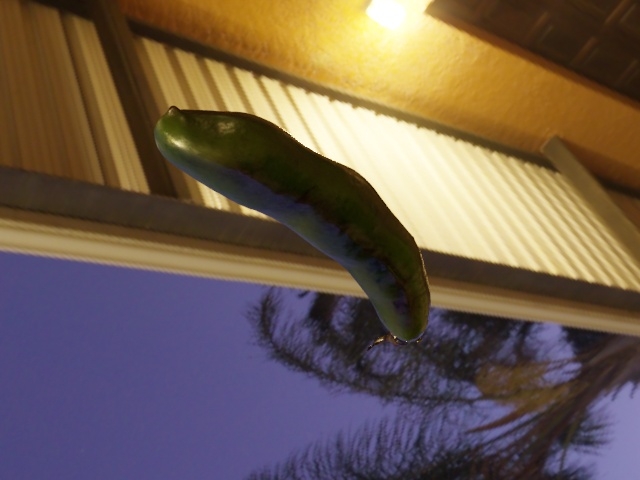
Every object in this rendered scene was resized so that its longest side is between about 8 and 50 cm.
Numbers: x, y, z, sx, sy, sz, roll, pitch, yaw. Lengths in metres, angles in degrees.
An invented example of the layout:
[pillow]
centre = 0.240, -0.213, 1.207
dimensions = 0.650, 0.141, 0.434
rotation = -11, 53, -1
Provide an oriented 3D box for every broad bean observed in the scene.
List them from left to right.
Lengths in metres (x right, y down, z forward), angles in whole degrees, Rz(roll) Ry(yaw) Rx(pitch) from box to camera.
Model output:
[broad bean]
centre = 0.005, -0.002, 0.418
dimensions = 0.227, 0.069, 0.039
rotation = 48, -163, -39
